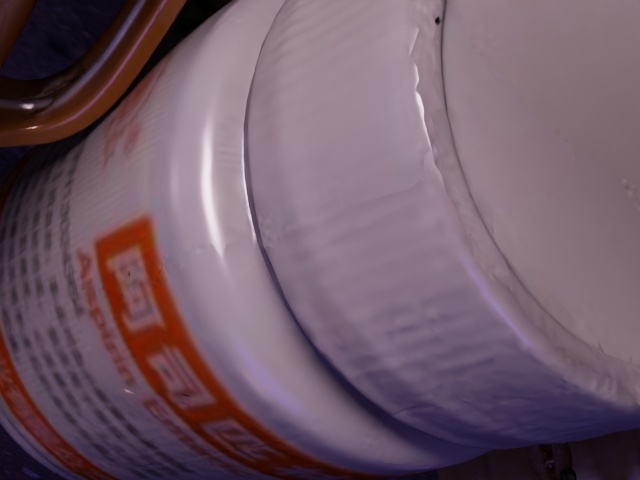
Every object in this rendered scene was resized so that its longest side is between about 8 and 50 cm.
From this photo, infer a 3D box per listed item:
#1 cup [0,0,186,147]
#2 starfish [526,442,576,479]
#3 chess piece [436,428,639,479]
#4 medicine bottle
[{"bbox_3d":[-0.129,-0.129,0.401,0.226,0.182,0.264,21,132,-39],"label":"cup"},{"bbox_3d":[0.136,0.066,0.605,0.190,0.146,0.074,14,120,42],"label":"starfish"},{"bbox_3d":[0.222,0.109,0.681,0.301,0.137,0.137,-14,136,31],"label":"chess piece"},{"bbox_3d":[0.000,0.000,0.533,0.211,0.211,0.371,36,150,-23],"label":"medicine bottle"}]
